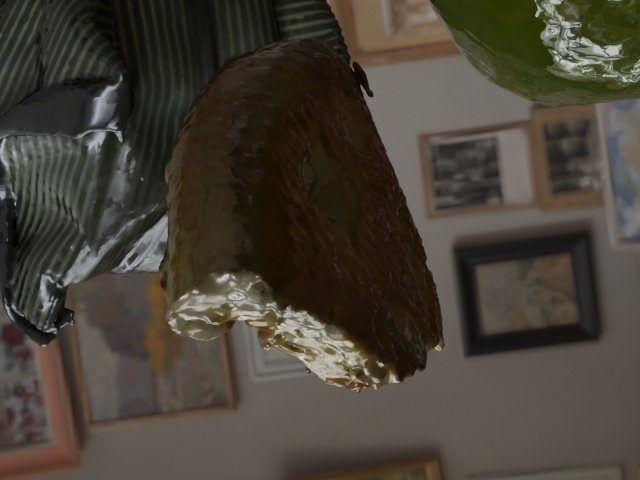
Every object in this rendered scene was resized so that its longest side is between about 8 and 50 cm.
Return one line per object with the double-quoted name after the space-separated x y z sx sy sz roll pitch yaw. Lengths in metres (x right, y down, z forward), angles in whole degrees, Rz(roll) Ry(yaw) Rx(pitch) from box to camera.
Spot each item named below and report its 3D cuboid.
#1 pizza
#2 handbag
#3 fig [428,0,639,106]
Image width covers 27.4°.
0.000 0.000 0.513 0.161 0.062 0.182 43 -151 -33 "pizza"
-0.138 -0.104 0.924 0.240 0.247 0.341 55 139 28 "handbag"
0.112 -0.145 0.414 0.207 0.207 0.230 -91 -10 -63 "fig"
